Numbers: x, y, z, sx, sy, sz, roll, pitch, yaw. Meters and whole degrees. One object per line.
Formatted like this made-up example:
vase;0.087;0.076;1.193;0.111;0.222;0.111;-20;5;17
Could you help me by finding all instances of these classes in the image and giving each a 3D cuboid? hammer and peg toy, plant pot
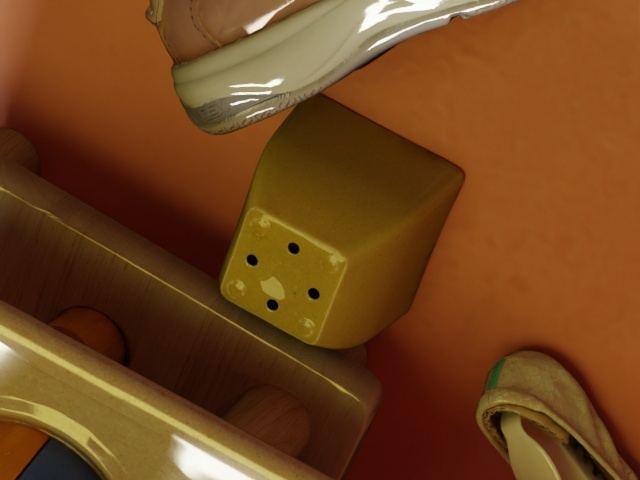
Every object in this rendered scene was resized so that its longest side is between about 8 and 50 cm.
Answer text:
hammer and peg toy;-0.136;0.144;0.927;0.266;0.127;0.361;29;123;9
plant pot;0.000;0.000;0.817;0.081;0.083;0.081;28;123;12

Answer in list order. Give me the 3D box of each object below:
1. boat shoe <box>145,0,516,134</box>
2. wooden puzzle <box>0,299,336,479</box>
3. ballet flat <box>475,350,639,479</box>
boat shoe;0.051;-0.146;0.704;0.324;0.123;0.116;-23;99;31
wooden puzzle;-0.098;0.207;0.815;0.347;0.080;0.322;30;123;9
ballet flat;0.121;0.125;0.834;0.057;0.052;0.168;-35;95;34
